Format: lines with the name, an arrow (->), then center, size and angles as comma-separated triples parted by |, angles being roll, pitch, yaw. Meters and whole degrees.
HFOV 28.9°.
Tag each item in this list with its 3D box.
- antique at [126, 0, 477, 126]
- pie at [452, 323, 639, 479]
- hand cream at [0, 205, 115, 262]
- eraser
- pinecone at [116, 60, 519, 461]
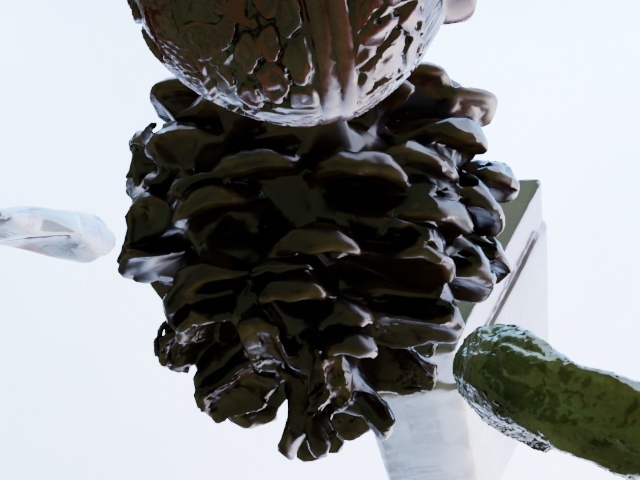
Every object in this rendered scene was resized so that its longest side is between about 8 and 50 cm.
antique -> -0.009, -0.082, 0.362 | 0.104, 0.104, 0.104 | 6, -79, 35
pie -> 0.221, 0.135, 0.871 | 0.277, 0.277, 0.078 | 21, -96, 32
hand cream -> -0.195, -0.006, 0.852 | 0.052, 0.216, 0.038 | -34, -102, 8
eraser -> 0.131, 0.119, 1.141 | 0.082, 0.397, 0.213 | 22, -113, 22
pinecone -> -0.011, -0.007, 0.744 | 0.243, 0.257, 0.243 | 21, -35, 16
